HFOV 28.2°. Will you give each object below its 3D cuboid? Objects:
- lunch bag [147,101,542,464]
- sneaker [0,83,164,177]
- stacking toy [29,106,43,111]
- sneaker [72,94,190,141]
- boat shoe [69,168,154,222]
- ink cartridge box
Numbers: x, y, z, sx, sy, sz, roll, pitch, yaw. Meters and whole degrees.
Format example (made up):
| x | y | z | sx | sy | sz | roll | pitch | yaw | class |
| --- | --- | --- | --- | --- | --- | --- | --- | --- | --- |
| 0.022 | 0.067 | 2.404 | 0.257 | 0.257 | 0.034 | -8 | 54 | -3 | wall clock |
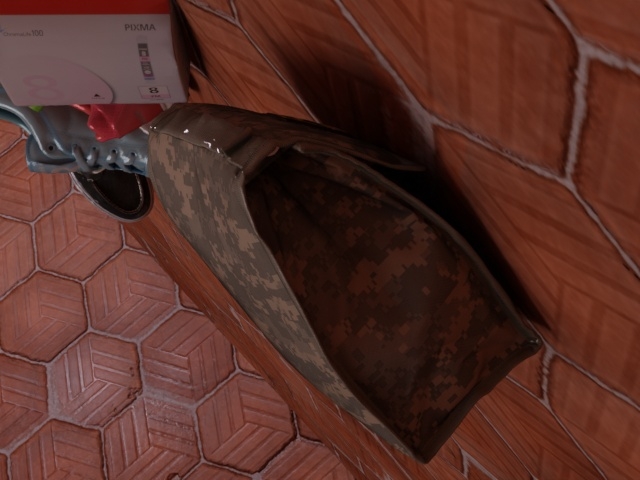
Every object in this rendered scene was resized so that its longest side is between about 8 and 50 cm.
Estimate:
| x | y | z | sx | sy | sz | roll | pitch | yaw | class |
| --- | --- | --- | --- | --- | --- | --- | --- | --- | --- |
| 0.000 | 0.000 | 1.008 | 0.287 | 0.169 | 0.235 | 49 | 171 | -26 | lunch bag |
| -0.301 | -0.130 | 1.647 | 0.366 | 0.150 | 0.135 | 30 | 171 | 5 | sneaker |
| -0.322 | -0.270 | 1.364 | 0.221 | 0.167 | 0.052 | 49 | -161 | 2 | stacking toy |
| -0.290 | -0.235 | 1.447 | 0.314 | 0.136 | 0.116 | 45 | 168 | 23 | sneaker |
| -0.389 | -0.159 | 2.153 | 0.335 | 0.121 | 0.119 | 56 | 172 | -25 | boat shoe |
| -0.235 | -0.202 | 1.243 | 0.232 | 0.189 | 0.066 | 82 | -172 | -75 | ink cartridge box |
